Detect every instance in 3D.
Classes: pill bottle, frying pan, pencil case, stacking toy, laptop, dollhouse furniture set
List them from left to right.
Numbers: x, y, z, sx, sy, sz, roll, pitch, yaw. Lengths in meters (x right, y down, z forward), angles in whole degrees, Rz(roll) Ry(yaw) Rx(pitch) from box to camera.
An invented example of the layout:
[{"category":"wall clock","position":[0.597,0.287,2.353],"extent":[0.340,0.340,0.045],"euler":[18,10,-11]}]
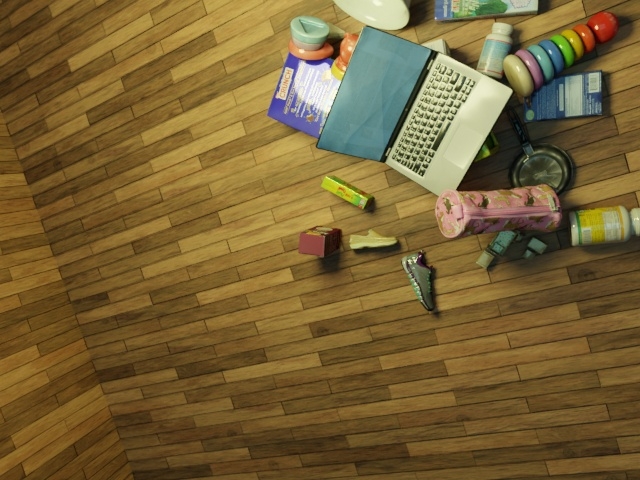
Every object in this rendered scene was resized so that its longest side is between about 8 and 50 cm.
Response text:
[{"category":"stacking toy","position":[0.065,-0.683,1.673],"extent":[0.308,0.279,0.130],"euler":[31,142,14]},{"category":"laptop","position":[0.266,-0.354,1.478],"extent":[0.407,0.236,0.382],"euler":[36,122,19]},{"category":"pill bottle","position":[0.564,-0.608,1.613],"extent":[0.087,0.087,0.160],"euler":[19,107,17]},{"category":"pencil case","position":[0.548,-0.090,1.548],"extent":[0.385,0.160,0.167],"euler":[-4,142,-15]},{"category":"dollhouse furniture set","position":[0.647,0.051,1.703],"extent":[0.160,0.101,0.182],"euler":[33,110,12]},{"category":"frying pan","position":[0.712,-0.278,1.628],"extent":[0.197,0.053,0.327],"euler":[-1,109,21]},{"category":"stacking toy","position":[0.735,-0.582,1.521],"extent":[0.330,0.141,0.141],"euler":[-31,89,12]},{"category":"pill bottle","position":[0.900,-0.048,1.578],"extent":[0.208,0.117,0.118],"euler":[-7,98,22]}]

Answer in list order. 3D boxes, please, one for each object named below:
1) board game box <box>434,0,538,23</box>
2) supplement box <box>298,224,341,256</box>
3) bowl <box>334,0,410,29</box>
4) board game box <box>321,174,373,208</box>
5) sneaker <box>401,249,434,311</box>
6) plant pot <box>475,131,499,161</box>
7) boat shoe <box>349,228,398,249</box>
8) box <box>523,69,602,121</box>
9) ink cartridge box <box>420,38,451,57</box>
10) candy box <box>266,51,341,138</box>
[{"category":"board game box","position":[0.527,-0.872,1.587],"extent":[0.317,0.066,0.319],"euler":[2,101,20]},{"category":"supplement box","position":[0.000,0.000,1.893],"extent":[0.104,0.188,0.081],"euler":[9,103,19]},{"category":"bowl","position":[0.179,-0.830,1.631],"extent":[0.297,0.298,0.134],"euler":[25,90,15]},{"category":"board game box","position":[0.102,-0.182,1.871],"extent":[0.181,0.092,0.043],"euler":[29,108,13]},{"category":"sneaker","position":[0.383,0.147,1.836],"extent":[0.098,0.083,0.224],"euler":[-27,89,18]},{"category":"plant pot","position":[0.435,-0.346,1.647],"extent":[0.207,0.227,0.228],"euler":[-25,91,30]},{"category":"boat shoe","position":[0.196,-0.007,1.887],"extent":[0.189,0.068,0.072],"euler":[-5,87,22]},{"category":"box","position":[0.766,-0.455,1.592],"extent":[0.225,0.036,0.137],"euler":[-1,100,22]},{"category":"ink cartridge box","position":[0.311,-0.575,1.670],"extent":[0.237,0.172,0.100],"euler":[-10,97,22]},{"category":"candy box","position":[0.006,-0.508,1.781],"extent":[0.317,0.122,0.268],"euler":[26,108,9]}]
